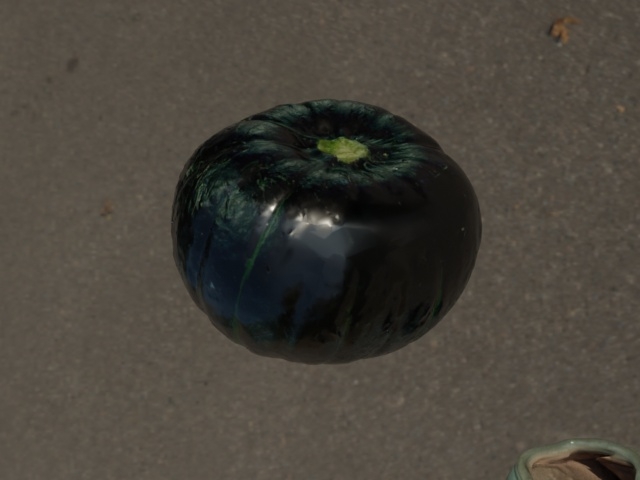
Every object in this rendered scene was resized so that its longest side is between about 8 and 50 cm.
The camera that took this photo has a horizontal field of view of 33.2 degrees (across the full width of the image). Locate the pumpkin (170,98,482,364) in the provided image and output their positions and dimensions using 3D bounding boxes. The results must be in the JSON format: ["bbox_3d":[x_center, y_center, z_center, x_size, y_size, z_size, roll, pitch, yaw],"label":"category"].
[{"bbox_3d":[0.000,0.000,1.101,0.315,0.315,0.239,46,137,32],"label":"pumpkin"}]

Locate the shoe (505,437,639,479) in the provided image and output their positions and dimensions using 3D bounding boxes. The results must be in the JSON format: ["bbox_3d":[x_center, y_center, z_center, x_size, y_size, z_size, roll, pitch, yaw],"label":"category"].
[{"bbox_3d":[0.313,0.257,1.167,0.100,0.251,0.103,-56,45,36],"label":"shoe"}]
